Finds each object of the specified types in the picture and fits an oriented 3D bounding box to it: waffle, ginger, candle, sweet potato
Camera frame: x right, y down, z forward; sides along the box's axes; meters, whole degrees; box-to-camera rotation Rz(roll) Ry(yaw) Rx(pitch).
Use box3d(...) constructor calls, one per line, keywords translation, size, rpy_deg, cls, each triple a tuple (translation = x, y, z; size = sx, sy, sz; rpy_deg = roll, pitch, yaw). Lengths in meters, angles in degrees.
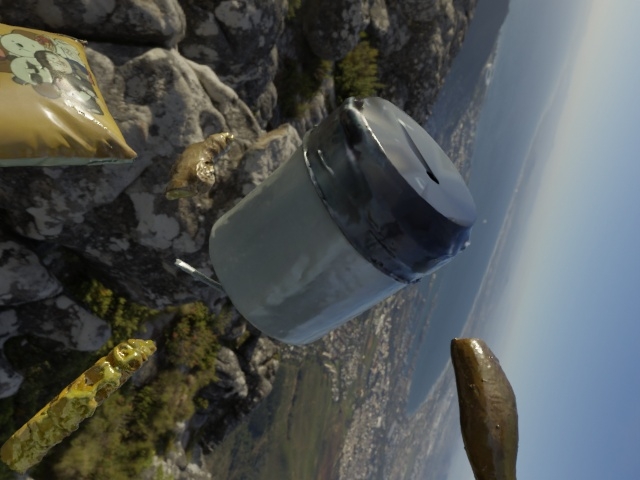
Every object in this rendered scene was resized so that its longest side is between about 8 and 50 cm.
box3d(translation=(-0.356, 0.230, 0.706), size=(0.219, 0.057, 0.229), rpy_deg=(-41, -175, 12), cls="waffle")
box3d(translation=(-0.296, -0.184, 1.044), size=(0.074, 0.138, 0.213), rpy_deg=(63, 37, -53), cls="ginger")
box3d(translation=(0.000, 0.000, 0.552), size=(0.343, 0.221, 0.221), rpy_deg=(-38, 170, 28), cls="candle")
box3d(translation=(0.218, 0.242, 0.554), size=(0.077, 0.077, 0.243), rpy_deg=(56, 26, -59), cls="sweet potato")

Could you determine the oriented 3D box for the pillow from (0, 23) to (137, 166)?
box3d(translation=(-0.467, -0.217, 0.633), size=(0.313, 0.309, 0.119), rpy_deg=(-11, 153, -40), cls="pillow")
